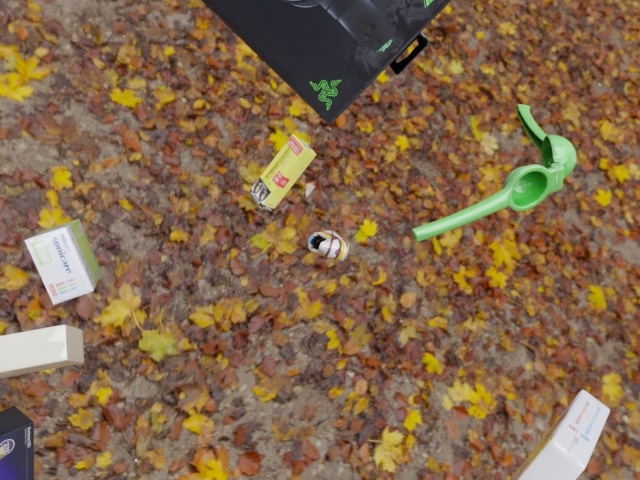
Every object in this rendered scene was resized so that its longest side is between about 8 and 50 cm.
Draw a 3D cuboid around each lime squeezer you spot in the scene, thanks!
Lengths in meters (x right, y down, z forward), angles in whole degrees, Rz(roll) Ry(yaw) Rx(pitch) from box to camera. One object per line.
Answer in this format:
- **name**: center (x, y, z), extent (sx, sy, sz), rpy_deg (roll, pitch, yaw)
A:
- **lime squeezer**: center (0.230, -0.086, 0.573), extent (0.110, 0.059, 0.310), rpy_deg (30, 55, 22)

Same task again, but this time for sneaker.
- **sneaker**: center (0.000, 0.000, 1.226), extent (0.084, 0.185, 0.070), rpy_deg (19, 91, -25)

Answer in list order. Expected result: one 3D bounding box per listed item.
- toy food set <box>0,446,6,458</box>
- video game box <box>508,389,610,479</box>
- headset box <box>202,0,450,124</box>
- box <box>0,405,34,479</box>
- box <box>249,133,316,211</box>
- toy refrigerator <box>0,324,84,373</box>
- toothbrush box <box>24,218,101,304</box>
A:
- **toy food set**: center (-0.351, 0.189, 0.368), extent (0.132, 0.192, 0.038), rpy_deg (26, 34, -58)
- **video game box**: center (0.274, 0.301, 0.616), extent (0.048, 0.205, 0.187), rpy_deg (39, 26, 32)
- **headset box**: center (0.014, -0.320, 0.580), extent (0.283, 0.246, 0.131), rpy_deg (43, 31, -13)
- **box**: center (-0.794, 0.560, 1.158), extent (0.103, 0.261, 0.184), rpy_deg (16, 17, 27)
- **box**: center (-0.117, -0.204, 1.492), extent (0.058, 0.232, 0.087), rpy_deg (19, 29, -50)
- **toy refrigerator**: center (-0.723, 0.268, 1.163), extent (0.269, 0.102, 0.094), rpy_deg (-10, 73, -6)
- **toothbrush box**: center (-0.797, 0.057, 1.538), extent (0.122, 0.283, 0.206), rpy_deg (-21, 104, -17)
